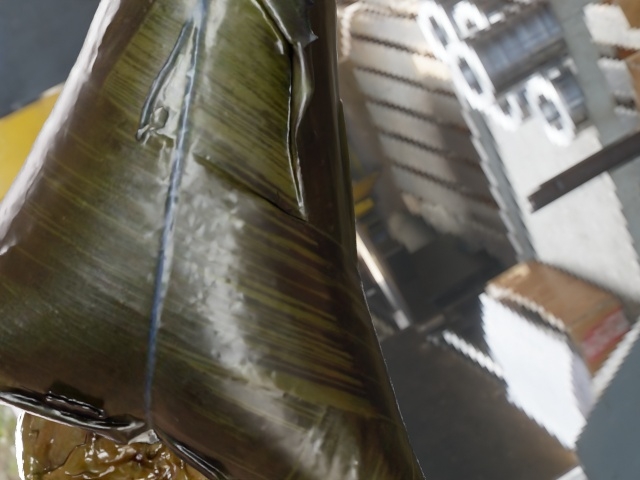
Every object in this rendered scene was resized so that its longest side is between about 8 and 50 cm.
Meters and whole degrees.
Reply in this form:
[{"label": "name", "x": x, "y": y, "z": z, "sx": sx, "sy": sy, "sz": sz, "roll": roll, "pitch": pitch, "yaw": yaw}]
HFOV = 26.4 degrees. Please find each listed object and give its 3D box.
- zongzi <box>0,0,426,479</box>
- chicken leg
[{"label": "zongzi", "x": 0.000, "y": 0.000, "z": 0.942, "sx": 0.432, "sy": 0.403, "sz": 0.208, "roll": 28, "pitch": -172, "yaw": 6}, {"label": "chicken leg", "x": -0.193, "y": 0.288, "z": 1.182, "sx": 0.409, "sy": 0.182, "sz": 0.295, "roll": -68, "pitch": 25, "yaw": 20}]
